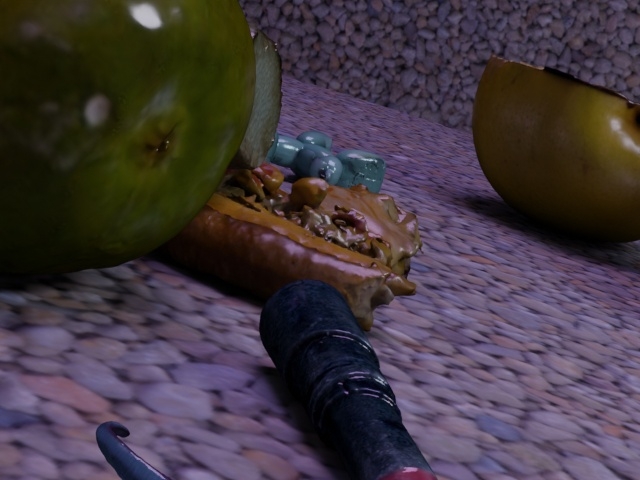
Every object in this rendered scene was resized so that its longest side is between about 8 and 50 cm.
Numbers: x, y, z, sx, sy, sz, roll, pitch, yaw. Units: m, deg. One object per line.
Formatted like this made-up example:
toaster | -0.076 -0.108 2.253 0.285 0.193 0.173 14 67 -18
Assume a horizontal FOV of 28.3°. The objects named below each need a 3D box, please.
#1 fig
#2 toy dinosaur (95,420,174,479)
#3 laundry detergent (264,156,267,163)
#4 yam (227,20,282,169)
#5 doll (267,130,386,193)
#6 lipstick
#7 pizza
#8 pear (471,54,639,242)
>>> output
fig | -0.168 -0.116 0.768 0.233 0.233 0.314 10 28 -30
toy dinosaur | -0.024 0.112 0.406 0.197 0.045 0.080 35 7 38
laundry detergent | -0.131 -0.070 1.089 0.099 0.070 0.226 26 14 17
yam | -0.133 -0.111 0.910 0.194 0.107 0.107 7 9 12
doll | -0.028 -0.092 1.382 0.159 0.059 0.158 26 14 36
lipstick | 0.020 0.081 0.608 0.053 0.053 0.234 13 13 -18
pizza | 0.000 0.000 0.938 0.288 0.074 0.251 7 17 -32
pear | 0.345 -0.098 1.620 0.340 0.191 0.386 21 11 2
